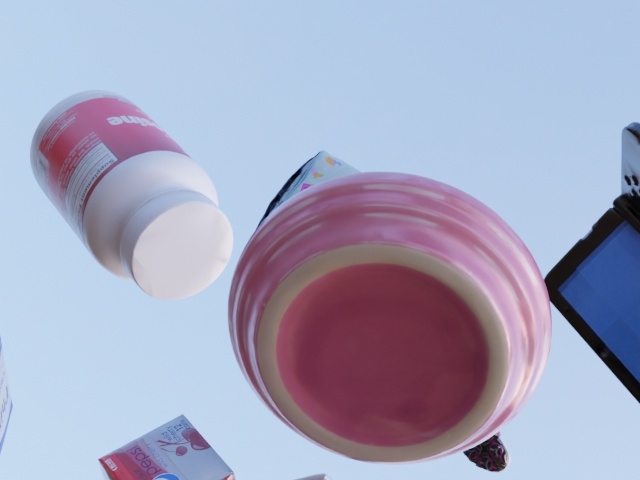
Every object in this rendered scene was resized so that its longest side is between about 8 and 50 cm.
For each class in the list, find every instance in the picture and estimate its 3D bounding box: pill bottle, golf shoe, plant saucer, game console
[{"bbox_3d":[-0.312,-0.076,1.831,0.407,0.229,0.229,42,-35,46],"label":"pill bottle"},{"bbox_3d":[0.240,0.284,1.725,0.186,0.086,0.067,49,-65,34],"label":"golf shoe"},{"bbox_3d":[0.064,0.097,1.108,0.332,0.084,0.332,3,-65,7],"label":"plant saucer"},{"bbox_3d":[0.419,0.045,1.385,0.293,0.173,0.250,53,-10,37],"label":"game console"}]

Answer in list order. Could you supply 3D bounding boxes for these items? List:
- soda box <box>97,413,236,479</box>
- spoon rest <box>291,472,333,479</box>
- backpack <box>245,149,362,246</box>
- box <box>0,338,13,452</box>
[{"bbox_3d":[-0.112,0.283,0.950,0.092,0.083,0.263,36,-37,45],"label":"soda box"},{"bbox_3d":[0.009,0.424,1.318,0.137,0.276,0.084,-17,-33,25],"label":"spoon rest"},{"bbox_3d":[0.000,0.000,1.247,0.144,0.188,0.166,21,-43,2],"label":"backpack"},{"bbox_3d":[-0.400,0.190,1.244,0.072,0.126,0.137,4,-47,-3],"label":"box"}]
